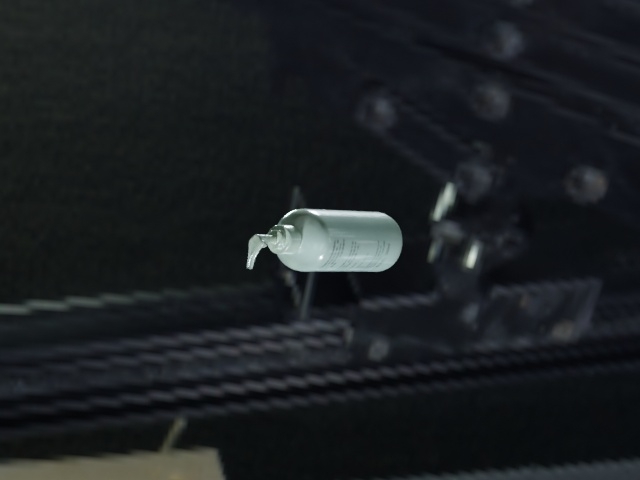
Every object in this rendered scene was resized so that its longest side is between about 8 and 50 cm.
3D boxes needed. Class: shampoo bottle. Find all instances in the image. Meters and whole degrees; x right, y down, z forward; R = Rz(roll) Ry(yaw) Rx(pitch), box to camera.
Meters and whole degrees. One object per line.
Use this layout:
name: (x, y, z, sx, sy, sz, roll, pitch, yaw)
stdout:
shampoo bottle: (0.000, 0.000, 1.689, 0.056, 0.056, 0.195, 40, -161, 26)
